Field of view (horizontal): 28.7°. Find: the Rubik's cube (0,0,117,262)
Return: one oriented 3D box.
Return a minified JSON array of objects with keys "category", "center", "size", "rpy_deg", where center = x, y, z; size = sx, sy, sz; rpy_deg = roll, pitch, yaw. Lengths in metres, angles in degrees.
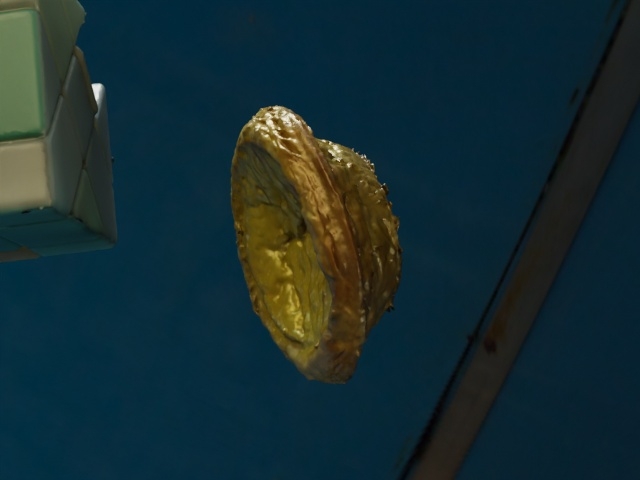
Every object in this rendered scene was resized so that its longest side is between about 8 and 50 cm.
[{"category":"Rubik's cube","center":[-0.268,-0.074,0.857],"size":[0.213,0.265,0.224],"rpy_deg":[-6,-101,3]}]

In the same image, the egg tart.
[{"category":"egg tart","center":[0.000,0.000,0.828],"size":[0.074,0.191,0.191],"rpy_deg":[-17,-106,-19]}]
